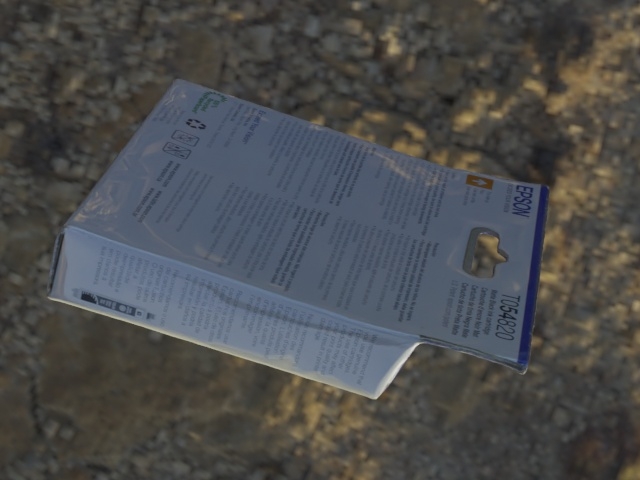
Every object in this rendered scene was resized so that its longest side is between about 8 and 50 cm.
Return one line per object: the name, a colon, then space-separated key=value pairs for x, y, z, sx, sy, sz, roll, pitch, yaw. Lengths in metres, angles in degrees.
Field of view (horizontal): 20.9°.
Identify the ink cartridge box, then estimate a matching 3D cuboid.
ink cartridge box: x=0.000 y=0.000 z=0.886 sx=0.223 sy=0.224 sz=0.045 roll=-66 pitch=172 yaw=-65
